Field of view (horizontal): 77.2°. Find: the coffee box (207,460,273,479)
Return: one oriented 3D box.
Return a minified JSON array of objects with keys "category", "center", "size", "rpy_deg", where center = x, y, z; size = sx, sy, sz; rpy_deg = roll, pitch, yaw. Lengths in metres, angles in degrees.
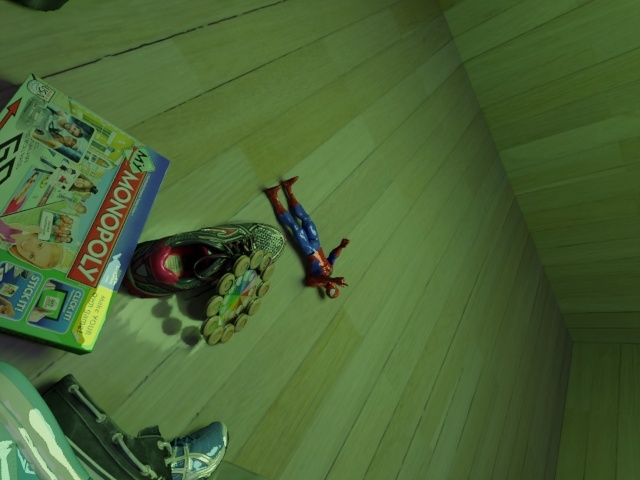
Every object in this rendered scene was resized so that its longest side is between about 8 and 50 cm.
[{"category":"coffee box","center":[-0.130,0.507,0.572],"size":[0.119,0.168,0.297],"rpy_deg":[2,80,-45]}]

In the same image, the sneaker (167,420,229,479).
[{"category":"sneaker","center":[-0.224,0.325,0.579],"size":[0.211,0.080,0.081],"rpy_deg":[-23,100,-46]}]

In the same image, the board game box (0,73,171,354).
[{"category":"board game box","center":[-0.349,-0.037,0.528],"size":[0.213,0.046,0.317],"rpy_deg":[33,51,-36]}]

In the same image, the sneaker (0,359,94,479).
[{"category":"sneaker","center":[-0.294,0.285,0.328],"size":[0.319,0.127,0.208],"rpy_deg":[56,31,0]}]

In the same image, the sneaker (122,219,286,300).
[{"category":"sneaker","center":[-0.168,0.032,0.680],"size":[0.299,0.112,0.121],"rpy_deg":[-18,94,-47]}]

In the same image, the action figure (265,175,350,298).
[{"category":"action figure","center":[0.000,0.000,0.848],"size":[0.091,0.139,0.280],"rpy_deg":[-36,109,-43]}]

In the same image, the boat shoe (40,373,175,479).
[{"category":"boat shoe","center":[-0.231,0.282,0.497],"size":[0.301,0.108,0.102],"rpy_deg":[34,51,7]}]

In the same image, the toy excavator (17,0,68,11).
[{"category":"toy excavator","center":[-0.307,-0.536,0.616],"size":[0.433,0.222,0.445],"rpy_deg":[42,46,-33]}]

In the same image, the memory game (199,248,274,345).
[{"category":"memory game","center":[-0.136,0.098,0.684],"size":[0.186,0.012,0.186],"rpy_deg":[-52,159,-29]}]
